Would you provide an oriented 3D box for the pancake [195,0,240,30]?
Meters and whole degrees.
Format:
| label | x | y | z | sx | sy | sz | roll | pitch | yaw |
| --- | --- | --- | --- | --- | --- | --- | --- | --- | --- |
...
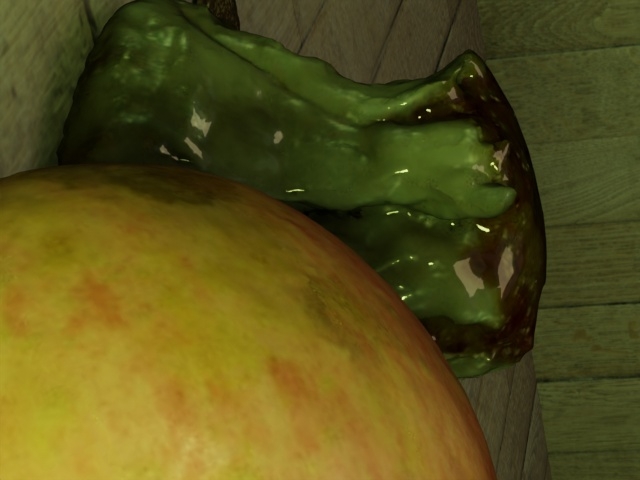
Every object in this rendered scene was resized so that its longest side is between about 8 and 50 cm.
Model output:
| label | x | y | z | sx | sy | sz | roll | pitch | yaw |
| --- | --- | --- | --- | --- | --- | --- | --- | --- | --- |
| pancake | -0.093 | -0.194 | 1.636 | 0.115 | 0.011 | 0.115 | -4 | 90 | -75 |

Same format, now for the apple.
| label | x | y | z | sx | sy | sz | roll | pitch | yaw |
| --- | --- | --- | --- | --- | --- | --- | --- | --- | --- |
| apple | -0.099 | 0.138 | 0.857 | 0.364 | 0.364 | 0.364 | -5 | 90 | -75 |

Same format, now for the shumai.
| label | x | y | z | sx | sy | sz | roll | pitch | yaw |
| --- | --- | --- | --- | --- | --- | --- | --- | --- | --- |
| shumai | 0.000 | 0.000 | 1.330 | 0.324 | 0.323 | 0.397 | 59 | 30 | -63 |
